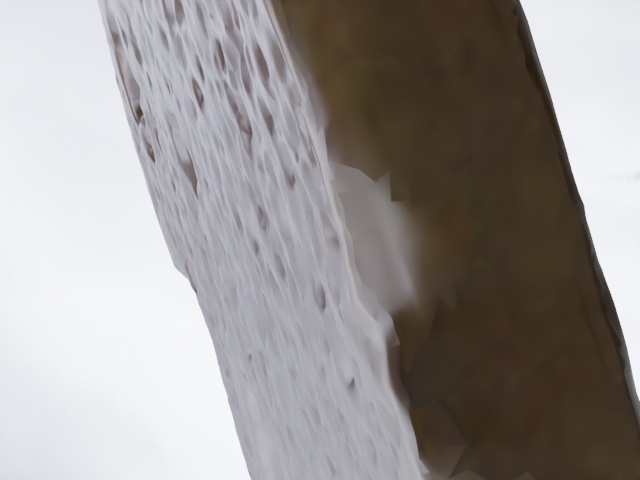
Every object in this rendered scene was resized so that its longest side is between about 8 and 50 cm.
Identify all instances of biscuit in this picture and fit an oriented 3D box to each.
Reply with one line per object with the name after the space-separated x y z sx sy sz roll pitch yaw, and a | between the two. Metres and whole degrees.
0.000 0.000 0.506 0.074 0.381 0.359 -18 -134 -6 | biscuit
